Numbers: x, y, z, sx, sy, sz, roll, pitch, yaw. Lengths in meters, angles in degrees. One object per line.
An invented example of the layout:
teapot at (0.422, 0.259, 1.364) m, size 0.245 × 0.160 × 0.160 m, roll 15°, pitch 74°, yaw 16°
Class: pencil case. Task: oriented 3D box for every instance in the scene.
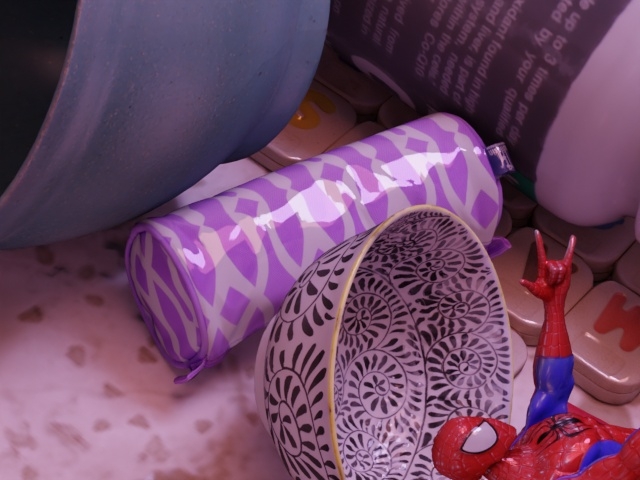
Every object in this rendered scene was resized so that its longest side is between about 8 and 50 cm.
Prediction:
pencil case at (0.000, 0.000, 1.036) m, size 0.206 × 0.086 × 0.088 m, roll -20°, pitch 90°, yaw -23°

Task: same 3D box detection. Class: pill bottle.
pill bottle at (0.134, -0.138, 1.104) m, size 0.361 × 0.204 × 0.204 m, roll 39°, pitch 48°, yaw 21°

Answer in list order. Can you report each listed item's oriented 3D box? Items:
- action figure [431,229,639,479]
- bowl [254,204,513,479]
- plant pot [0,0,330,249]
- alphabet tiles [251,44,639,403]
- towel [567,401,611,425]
action figure at (0.193, 0.077, 0.950) m, size 0.280 × 0.139 × 0.091 m, roll 2°, pitch 16°, yaw -13°
bowl at (0.020, 0.067, 0.964) m, size 0.080 × 0.170 × 0.170 m, roll 0°, pitch 34°, yaw 34°
plant pot at (-0.121, -0.132, 1.019) m, size 0.196 × 0.293 × 0.293 m, roll 4°, pitch 43°, yaw -41°
alphabet tiles at (0.093, -0.023, 1.142) m, size 0.284 × 0.021 × 0.278 m, roll 35°, pitch 47°, yaw 17°
towel at (0.146, 0.206, 0.931) m, size 0.199 × 0.031 × 0.275 m, roll 27°, pitch 46°, yaw 9°
